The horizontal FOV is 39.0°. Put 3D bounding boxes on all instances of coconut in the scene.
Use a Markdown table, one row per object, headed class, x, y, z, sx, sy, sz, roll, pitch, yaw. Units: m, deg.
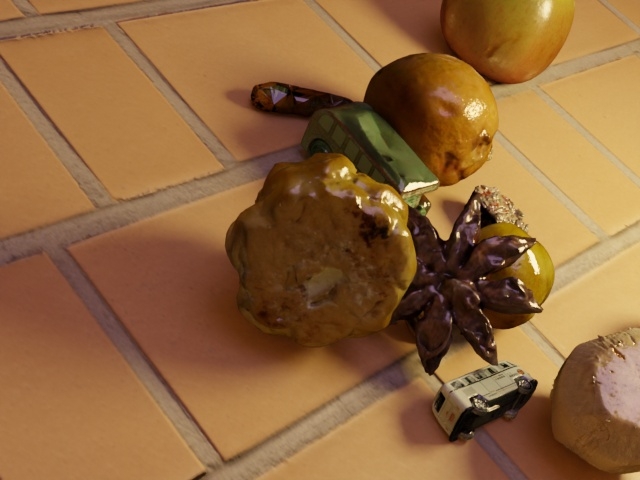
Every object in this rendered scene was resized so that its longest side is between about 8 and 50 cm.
| class | x | y | z | sx | sy | sz | roll | pitch | yaw |
| --- | --- | --- | --- | --- | --- | --- | --- | --- | --- |
| coconut | 0.512 | 0.279 | 1.543 | 0.245 | 0.247 | 0.245 | -1 | 66 | 1 |

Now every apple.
| class | x | y | z | sx | sy | sz | roll | pitch | yaw |
| --- | --- | --- | --- | --- | --- | --- | --- | --- | --- |
| apple | 0.482 | -0.585 | 2.295 | 0.338 | 0.305 | 0.338 | 15 | 42 | -14 |

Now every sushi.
| class | x | y | z | sx | sy | sz | roll | pitch | yaw |
| --- | --- | --- | --- | --- | --- | --- | --- | --- | --- |
| sushi | 0.366 | -0.046 | 1.884 | 0.090 | 0.078 | 0.150 | -10 | 53 | -34 |

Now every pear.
| class | x | y | z | sx | sy | sz | roll | pitch | yaw |
| --- | --- | --- | --- | --- | --- | --- | --- | --- | --- |
| pear | 0.338 | 0.068 | 1.682 | 0.200 | 0.200 | 0.200 | 14 | 44 | -15 |

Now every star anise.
| class | x | y | z | sx | sy | sz | roll | pitch | yaw |
| --- | --- | --- | --- | --- | --- | --- | --- | --- | --- |
| star anise | 0.223 | 0.069 | 1.552 | 0.331 | 0.332 | 0.117 | 39 | 1 | 11 |

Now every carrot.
| class | x | y | z | sx | sy | sz | roll | pitch | yaw |
| --- | --- | --- | --- | --- | --- | --- | --- | --- | --- |
| carrot | -0.035 | -0.296 | 1.934 | 0.228 | 0.069 | 0.069 | 6 | 47 | -23 |

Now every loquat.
| class | x | y | z | sx | sy | sz | roll | pitch | yaw |
| --- | --- | --- | --- | --- | --- | --- | --- | --- | --- |
| loquat | 0.230 | -0.254 | 1.890 | 0.276 | 0.276 | 0.284 | -9 | 33 | -33 |

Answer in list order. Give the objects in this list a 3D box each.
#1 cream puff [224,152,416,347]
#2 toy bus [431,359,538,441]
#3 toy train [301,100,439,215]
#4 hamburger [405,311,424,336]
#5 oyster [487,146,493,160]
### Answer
| class | x | y | z | sx | sy | sz | roll | pitch | yaw |
| --- | --- | --- | --- | --- | --- | --- | --- | --- | --- |
| cream puff | 0.001 | -0.002 | 1.479 | 0.291 | 0.324 | 0.257 | -8 | 26 | 2 |
| toy bus | 0.279 | 0.265 | 1.539 | 0.194 | 0.087 | 0.089 | -15 | 48 | -35 |
| toy train | 0.089 | -0.154 | 1.790 | 0.129 | 0.159 | 0.326 | -16 | 57 | -39 |
| hamburger | 0.195 | 0.145 | 1.638 | 0.083 | 0.044 | 0.076 | -2 | 49 | -31 |
| oyster | 0.364 | -0.200 | 2.079 | 0.083 | 0.038 | 0.080 | -40 | 45 | -17 |
